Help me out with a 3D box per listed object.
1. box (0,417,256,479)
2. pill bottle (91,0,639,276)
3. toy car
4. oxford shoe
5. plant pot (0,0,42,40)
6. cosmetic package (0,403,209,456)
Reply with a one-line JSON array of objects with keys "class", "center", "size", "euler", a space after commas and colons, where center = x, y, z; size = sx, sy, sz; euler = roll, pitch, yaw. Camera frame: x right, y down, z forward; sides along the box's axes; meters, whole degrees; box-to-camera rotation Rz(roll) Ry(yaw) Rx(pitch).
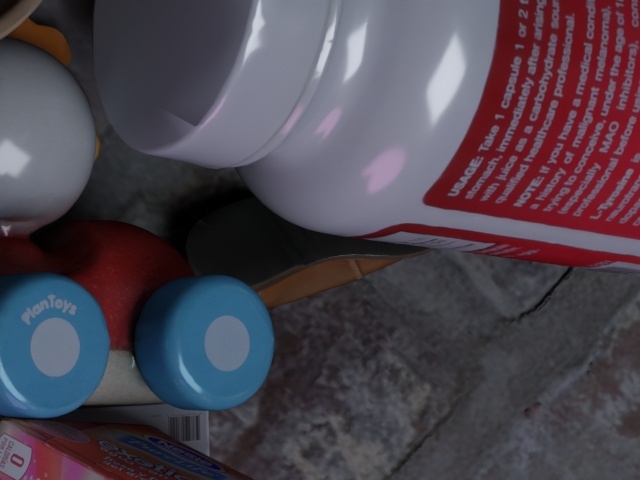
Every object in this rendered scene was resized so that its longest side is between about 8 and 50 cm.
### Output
[{"class": "box", "center": [-0.133, 0.261, 1.021], "size": [0.154, 0.142, 0.300], "euler": [15, 98, -64]}, {"class": "pill bottle", "center": [0.087, -0.107, 1.073], "size": [0.407, 0.229, 0.229], "euler": [8, 115, -35]}, {"class": "toy car", "center": [-0.160, -0.025, 1.032], "size": [0.210, 0.219, 0.238], "euler": [2, 86, -40]}, {"class": "oxford shoe", "center": [0.000, 0.000, 1.209], "size": [0.212, 0.076, 0.076], "euler": [-14, 155, -26]}, {"class": "plant pot", "center": [-0.244, -0.174, 0.877], "size": [0.237, 0.237, 0.109], "euler": [15, 151, -37]}, {"class": "cosmetic package", "center": [-0.193, 0.131, 1.121], "size": [0.239, 0.099, 0.060], "euler": [0, 88, -33]}]
